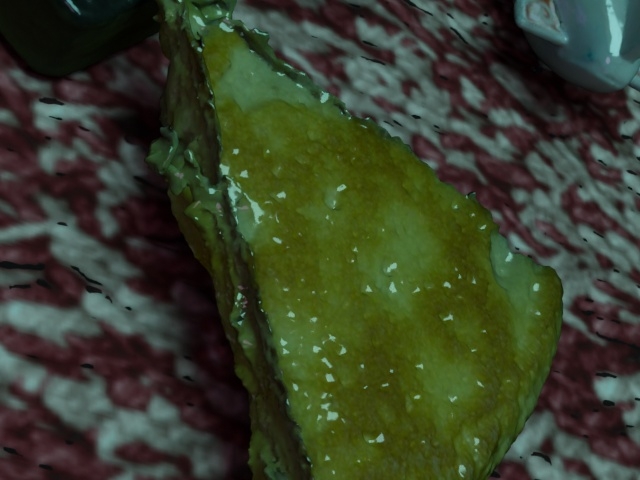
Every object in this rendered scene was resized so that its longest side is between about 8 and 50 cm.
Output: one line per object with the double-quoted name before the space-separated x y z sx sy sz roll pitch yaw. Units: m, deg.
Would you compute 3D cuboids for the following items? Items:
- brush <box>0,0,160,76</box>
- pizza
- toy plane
"brush" -0.139 -0.184 0.854 0.123 0.059 0.197 -35 90 -45
"pizza" 0.000 0.000 0.847 0.280 0.075 0.288 -31 92 -50
"toy plane" 0.170 -0.193 1.077 0.252 0.118 0.252 23 50 -30
